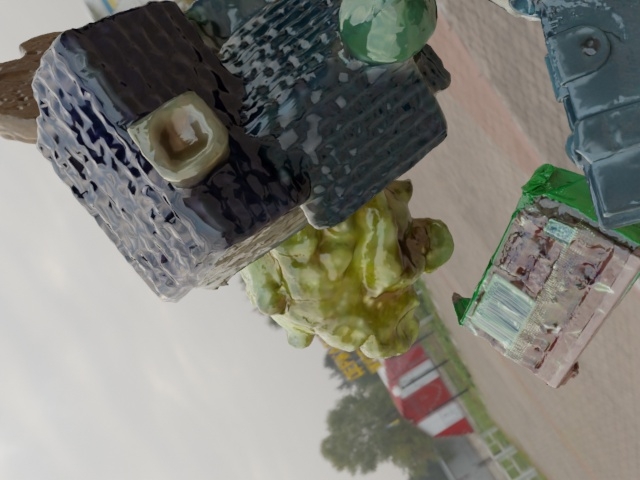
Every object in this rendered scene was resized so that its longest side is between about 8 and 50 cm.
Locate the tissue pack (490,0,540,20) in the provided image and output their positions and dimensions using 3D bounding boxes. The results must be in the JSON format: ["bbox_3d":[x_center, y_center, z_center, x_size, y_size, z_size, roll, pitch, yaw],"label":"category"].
[{"bbox_3d":[0.354,-0.528,1.060,0.253,0.417,0.264,19,-172,41],"label":"tissue pack"}]

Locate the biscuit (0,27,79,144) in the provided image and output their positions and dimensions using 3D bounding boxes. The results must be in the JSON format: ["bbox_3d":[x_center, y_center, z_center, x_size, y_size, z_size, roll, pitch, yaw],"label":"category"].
[{"bbox_3d":[-0.410,-0.257,1.279,0.359,0.381,0.074,-96,-2,-53],"label":"biscuit"}]

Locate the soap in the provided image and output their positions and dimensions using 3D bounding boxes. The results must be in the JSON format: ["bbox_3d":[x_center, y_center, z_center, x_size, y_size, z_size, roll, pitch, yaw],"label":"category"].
[{"bbox_3d":[0.290,0.051,0.977,0.218,0.098,0.273,32,136,18],"label":"soap"}]

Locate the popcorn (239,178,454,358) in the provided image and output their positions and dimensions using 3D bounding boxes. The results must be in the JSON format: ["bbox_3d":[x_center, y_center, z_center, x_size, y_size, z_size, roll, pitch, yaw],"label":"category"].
[{"bbox_3d":[0.004,0.004,1.072,0.279,0.274,0.335,27,162,38],"label":"popcorn"}]

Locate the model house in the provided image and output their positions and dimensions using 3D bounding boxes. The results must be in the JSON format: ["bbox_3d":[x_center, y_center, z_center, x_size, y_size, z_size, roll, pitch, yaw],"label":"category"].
[{"bbox_3d":[-0.054,-0.106,0.609,0.243,0.298,0.284,52,-178,-2],"label":"model house"}]

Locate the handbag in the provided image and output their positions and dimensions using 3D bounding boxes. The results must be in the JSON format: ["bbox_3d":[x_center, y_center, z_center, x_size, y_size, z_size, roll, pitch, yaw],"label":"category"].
[{"bbox_3d":[0.230,-0.134,0.517,0.062,0.179,0.229,35,-138,-74],"label":"handbag"}]
